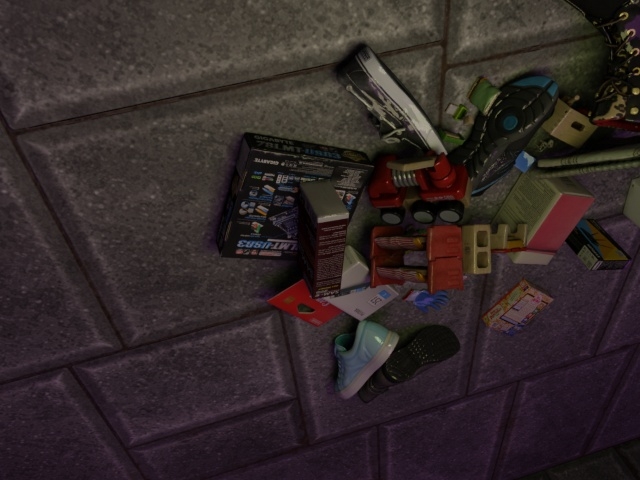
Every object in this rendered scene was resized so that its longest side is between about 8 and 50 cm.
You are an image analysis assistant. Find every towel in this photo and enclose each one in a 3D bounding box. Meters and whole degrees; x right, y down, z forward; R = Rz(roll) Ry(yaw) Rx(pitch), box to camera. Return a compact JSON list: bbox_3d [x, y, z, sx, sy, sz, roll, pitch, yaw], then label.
[{"bbox_3d":[0.694,-0.214,1.285,0.312,0.324,0.056,-21,98,-24],"label":"towel"}]

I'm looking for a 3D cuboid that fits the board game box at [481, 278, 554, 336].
[{"bbox_3d":[0.649,0.224,1.833,0.147,0.045,0.193,24,118,-35],"label":"board game box"}]

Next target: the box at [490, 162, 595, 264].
[{"bbox_3d":[0.578,-0.068,1.476,0.127,0.148,0.232,4,129,-24],"label":"box"}]

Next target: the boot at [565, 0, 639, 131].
[{"bbox_3d":[0.617,-0.387,1.147,0.377,0.138,0.284,4,97,-32],"label":"boot"}]

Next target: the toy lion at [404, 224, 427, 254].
[{"bbox_3d":[0.246,0.006,1.501,0.100,0.034,0.096,-40,139,16],"label":"toy lion"}]

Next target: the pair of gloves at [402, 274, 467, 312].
[{"bbox_3d":[0.347,0.140,1.660,0.159,0.023,0.198,17,123,-32],"label":"pair of gloves"}]

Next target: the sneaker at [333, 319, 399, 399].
[{"bbox_3d":[0.101,0.352,1.711,0.150,0.135,0.366,35,131,4],"label":"sneaker"}]

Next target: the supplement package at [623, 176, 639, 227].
[{"bbox_3d":[1.036,-0.124,1.609,0.244,0.139,0.134,-17,133,-4],"label":"supplement package"}]

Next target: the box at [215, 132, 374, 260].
[{"bbox_3d":[-0.063,-0.082,1.275,0.295,0.073,0.293,4,129,-25],"label":"box"}]

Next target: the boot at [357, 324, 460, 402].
[{"bbox_3d":[0.276,0.394,1.793,0.338,0.118,0.223,-14,154,-34],"label":"boot"}]

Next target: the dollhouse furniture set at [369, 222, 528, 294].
[{"bbox_3d":[0.325,0.037,1.389,0.374,0.201,0.152,-2,92,-36],"label":"dollhouse furniture set"}]

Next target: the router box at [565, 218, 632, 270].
[{"bbox_3d":[0.781,0.009,1.601,0.133,0.179,0.046,0,132,-22],"label":"router box"}]

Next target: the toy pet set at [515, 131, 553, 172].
[{"bbox_3d":[0.515,-0.231,1.367,0.122,0.065,0.114,15,123,-30],"label":"toy pet set"}]

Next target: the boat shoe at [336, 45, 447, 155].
[{"bbox_3d":[0.153,-0.262,1.172,0.105,0.113,0.306,-36,130,21],"label":"boat shoe"}]

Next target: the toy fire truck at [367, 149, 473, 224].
[{"bbox_3d":[0.190,-0.134,1.203,0.217,0.158,0.246,-1,146,33],"label":"toy fire truck"}]

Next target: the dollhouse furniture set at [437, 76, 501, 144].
[{"bbox_3d":[0.322,-0.290,1.234,0.058,0.076,0.151,9,127,-28],"label":"dollhouse furniture set"}]

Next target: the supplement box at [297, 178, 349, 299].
[{"bbox_3d":[0.000,0.000,1.236,0.073,0.130,0.239,-11,132,-16],"label":"supplement box"}]

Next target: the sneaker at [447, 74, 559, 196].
[{"bbox_3d":[0.423,-0.237,1.311,0.139,0.125,0.341,6,135,-46],"label":"sneaker"}]

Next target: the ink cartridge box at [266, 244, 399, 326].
[{"bbox_3d":[0.043,0.153,1.481,0.261,0.066,0.296,-36,147,11],"label":"ink cartridge box"}]

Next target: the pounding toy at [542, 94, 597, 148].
[{"bbox_3d":[0.562,-0.294,1.284,0.141,0.130,0.100,15,123,-31],"label":"pounding toy"}]
